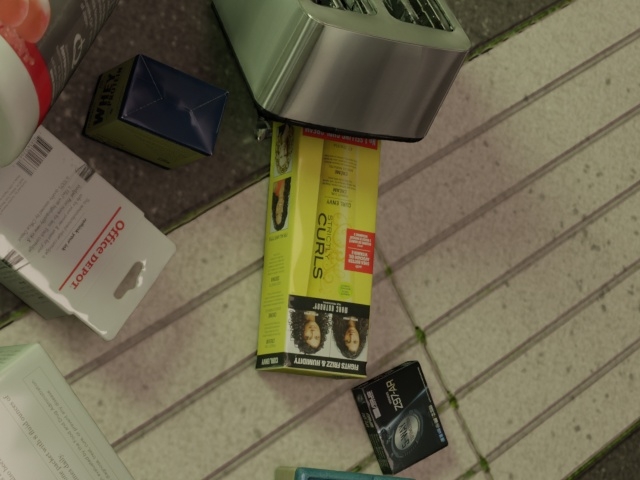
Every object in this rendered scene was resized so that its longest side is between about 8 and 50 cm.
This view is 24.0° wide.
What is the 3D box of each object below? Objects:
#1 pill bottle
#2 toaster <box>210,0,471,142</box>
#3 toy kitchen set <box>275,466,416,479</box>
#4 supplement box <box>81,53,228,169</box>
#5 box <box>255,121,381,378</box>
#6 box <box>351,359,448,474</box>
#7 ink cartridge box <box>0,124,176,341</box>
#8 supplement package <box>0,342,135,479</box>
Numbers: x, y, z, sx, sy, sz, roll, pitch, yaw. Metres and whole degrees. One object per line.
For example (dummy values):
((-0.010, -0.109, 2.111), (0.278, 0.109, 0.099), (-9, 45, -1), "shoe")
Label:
((-0.225, -0.218, 1.102), (0.176, 0.176, 0.319), (39, 53, -20), "pill bottle")
((0.015, -0.166, 1.244), (0.168, 0.110, 0.186), (6, 40, -29), "toaster")
((0.046, 0.293, 1.214), (0.122, 0.166, 0.207), (10, 79, -29), "toy kitchen set")
((-0.133, -0.102, 1.208), (0.083, 0.083, 0.056), (22, 73, -26), "supplement box")
((0.000, 0.000, 1.288), (0.087, 0.058, 0.232), (10, 78, -28), "box")
((0.071, 0.157, 1.332), (0.067, 0.018, 0.083), (-22, 95, -31), "box")
((-0.213, -0.011, 1.163), (0.180, 0.060, 0.104), (43, 64, -19), "ink cartridge box")
((-0.285, 0.225, 1.022), (0.293, 0.175, 0.178), (-39, 105, -29), "supplement package")
